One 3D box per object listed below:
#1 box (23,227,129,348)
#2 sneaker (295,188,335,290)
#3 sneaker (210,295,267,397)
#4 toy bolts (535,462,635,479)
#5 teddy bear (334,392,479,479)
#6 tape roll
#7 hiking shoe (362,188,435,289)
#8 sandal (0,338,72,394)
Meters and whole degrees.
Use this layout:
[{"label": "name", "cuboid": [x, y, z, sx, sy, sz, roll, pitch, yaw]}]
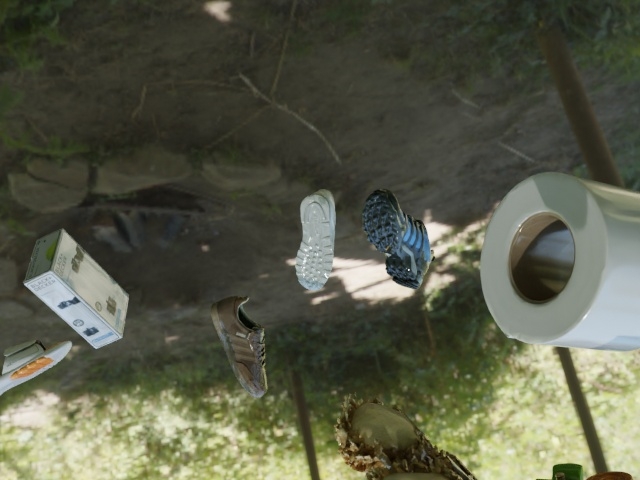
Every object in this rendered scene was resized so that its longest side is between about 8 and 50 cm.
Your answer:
[{"label": "box", "cuboid": [-0.631, 0.128, 2.028, 0.087, 0.169, 0.290, -23, 128, 15]}, {"label": "sneaker", "cuboid": [0.000, 0.000, 1.775, 0.090, 0.235, 0.095, 11, -162, 12]}, {"label": "sneaker", "cuboid": [-0.125, 0.185, 1.354, 0.071, 0.188, 0.066, -23, -169, 11]}, {"label": "toy bolts", "cuboid": [0.478, 0.536, 1.443, 0.229, 0.158, 0.218, -14, 180, -40]}, {"label": "teddy bear", "cuboid": [0.121, 0.273, 0.688, 0.113, 0.245, 0.338, -44, 136, 0]}, {"label": "tape roll", "cuboid": [0.374, 0.034, 1.115, 0.169, 0.246, 0.246, 8, 155, -28]}, {"label": "hiking shoe", "cuboid": [0.192, -0.023, 1.892, 0.113, 0.132, 0.304, 13, 141, 37]}, {"label": "sandal", "cuboid": [-0.655, 0.265, 1.629, 0.265, 0.076, 0.102, -31, 169, -24]}]
